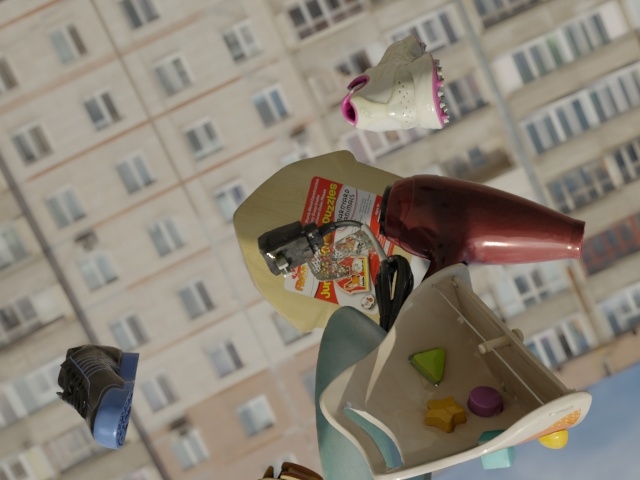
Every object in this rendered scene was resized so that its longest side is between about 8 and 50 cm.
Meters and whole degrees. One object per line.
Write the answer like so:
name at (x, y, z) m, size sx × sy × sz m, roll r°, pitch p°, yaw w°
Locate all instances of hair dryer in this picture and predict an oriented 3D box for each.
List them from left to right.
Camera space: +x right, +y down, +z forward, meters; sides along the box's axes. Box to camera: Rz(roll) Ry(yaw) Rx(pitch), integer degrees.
hair dryer at (0.108, 0.038, 1.374) m, size 0.293 × 0.223 × 0.080 m, roll -24°, pitch 151°, yaw -11°

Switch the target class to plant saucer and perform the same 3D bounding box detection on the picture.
plant saucer at (0.048, 0.141, 1.100) m, size 0.037 × 0.195 × 0.195 m, roll -9°, pitch -161°, yaw 20°

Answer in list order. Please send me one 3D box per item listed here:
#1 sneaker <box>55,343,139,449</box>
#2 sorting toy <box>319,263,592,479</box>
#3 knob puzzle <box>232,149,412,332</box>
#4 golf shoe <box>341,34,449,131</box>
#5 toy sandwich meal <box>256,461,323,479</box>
sneaker at (-0.261, 0.177, 1.736) m, size 0.090 × 0.081 × 0.232 m, roll 9°, pitch -170°, yaw -6°
sorting toy at (0.042, 0.058, 0.543) m, size 0.075 × 0.045 × 0.083 m, roll -21°, pitch -139°, yaw -18°
knob puzzle at (0.000, 0.000, 1.551) m, size 0.213 × 0.213 × 0.030 m, roll -30°, pitch -172°, yaw -16°
golf shoe at (0.092, -0.213, 2.090) m, size 0.140 × 0.115 × 0.306 m, roll -13°, pitch -168°, yaw 0°
toy sandwich meal at (-0.031, 0.258, 1.549) m, size 0.085 × 0.085 × 0.029 m, roll -13°, pitch -140°, yaw 41°
